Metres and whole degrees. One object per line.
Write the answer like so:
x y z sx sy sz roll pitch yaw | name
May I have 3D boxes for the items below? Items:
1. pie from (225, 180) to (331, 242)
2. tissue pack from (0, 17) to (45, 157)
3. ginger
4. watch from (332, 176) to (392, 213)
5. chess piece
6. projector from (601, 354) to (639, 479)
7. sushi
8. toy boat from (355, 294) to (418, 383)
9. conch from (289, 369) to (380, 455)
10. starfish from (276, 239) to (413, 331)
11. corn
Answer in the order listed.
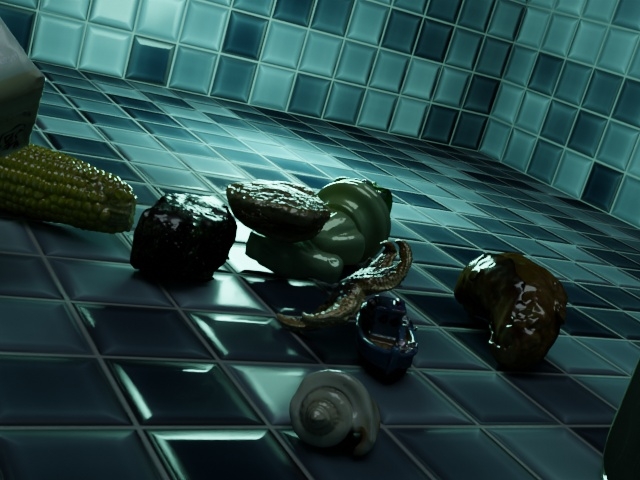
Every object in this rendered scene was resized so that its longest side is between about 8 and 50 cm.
-0.076 -0.060 1.627 0.194 0.079 0.163 14 30 -5 | pie
-0.620 -0.209 1.165 0.405 0.205 0.331 -32 80 -34 | tissue pack
0.344 0.109 1.622 0.165 0.172 0.321 52 6 -16 | ginger
0.081 -0.057 2.028 0.131 0.165 0.152 23 -8 26 | watch
0.000 0.000 1.723 0.176 0.175 0.298 23 30 24 | chess piece
0.505 0.256 1.099 0.249 0.248 0.248 19 15 7 | projector
-0.216 -0.006 1.507 0.127 0.124 0.225 17 13 11 | sushi
0.105 0.137 1.393 0.100 0.097 0.223 12 15 -5 | toy boat
0.024 0.213 1.121 0.105 0.094 0.176 7 -15 17 | conch
0.042 0.081 1.403 0.071 0.216 0.238 56 28 0 | starfish
-0.480 -0.099 1.554 0.347 0.130 0.130 16 15 4 | corn
